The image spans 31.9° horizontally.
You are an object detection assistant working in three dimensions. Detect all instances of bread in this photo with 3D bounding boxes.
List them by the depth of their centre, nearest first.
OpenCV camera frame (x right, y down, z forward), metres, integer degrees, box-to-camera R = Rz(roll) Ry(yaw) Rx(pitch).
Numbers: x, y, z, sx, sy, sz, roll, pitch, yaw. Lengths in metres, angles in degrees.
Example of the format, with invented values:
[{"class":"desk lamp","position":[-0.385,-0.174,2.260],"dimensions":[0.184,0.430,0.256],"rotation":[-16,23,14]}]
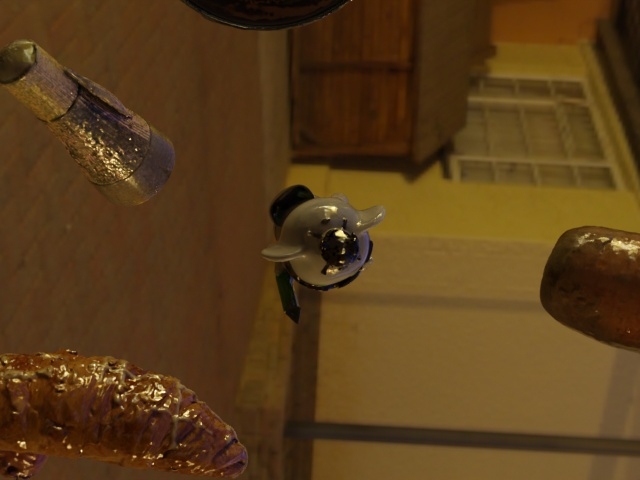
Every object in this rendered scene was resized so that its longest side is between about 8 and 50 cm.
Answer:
[{"class":"bread","position":[-0.162,0.116,0.773],"dimensions":[0.105,0.233,0.076],"rotation":[118,-18,-81]}]

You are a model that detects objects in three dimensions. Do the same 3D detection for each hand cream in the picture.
[{"class":"hand cream","position":[-0.214,-0.110,0.993],"dimensions":[0.203,0.084,0.084],"rotation":[46,41,-52]}]

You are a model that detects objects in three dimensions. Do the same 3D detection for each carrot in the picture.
[{"class":"carrot","position":[0.390,0.064,1.208],"dimensions":[0.139,0.302,0.138],"rotation":[-33,128,-56]}]

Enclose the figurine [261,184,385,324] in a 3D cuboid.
[{"class":"figurine","position":[0.000,0.000,1.232],"dimensions":[0.126,0.147,0.192],"rotation":[63,-8,-13]}]

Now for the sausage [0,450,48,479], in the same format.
[{"class":"sausage","position":[-0.403,0.188,1.221],"dimensions":[0.079,0.327,0.087],"rotation":[-55,130,-23]}]

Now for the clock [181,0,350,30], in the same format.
[{"class":"clock","position":[-0.063,-0.392,1.273],"dimensions":[0.061,0.313,0.312],"rotation":[-104,-163,-84]}]
